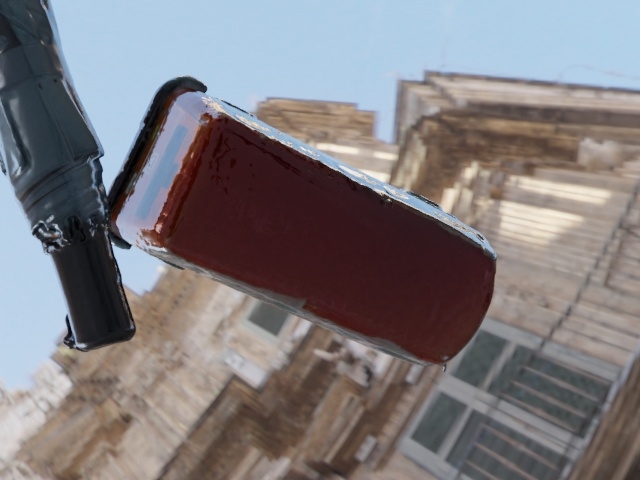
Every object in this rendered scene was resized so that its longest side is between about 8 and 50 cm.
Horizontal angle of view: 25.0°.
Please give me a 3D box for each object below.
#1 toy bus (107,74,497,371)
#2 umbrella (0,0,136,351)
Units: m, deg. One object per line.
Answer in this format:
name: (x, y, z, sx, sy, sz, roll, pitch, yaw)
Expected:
toy bus: (0.000, 0.000, 0.944, 0.265, 0.120, 0.121, 25, -90, -24)
umbrella: (-0.145, -0.065, 0.754, 0.052, 0.053, 0.250, -14, -97, -35)
